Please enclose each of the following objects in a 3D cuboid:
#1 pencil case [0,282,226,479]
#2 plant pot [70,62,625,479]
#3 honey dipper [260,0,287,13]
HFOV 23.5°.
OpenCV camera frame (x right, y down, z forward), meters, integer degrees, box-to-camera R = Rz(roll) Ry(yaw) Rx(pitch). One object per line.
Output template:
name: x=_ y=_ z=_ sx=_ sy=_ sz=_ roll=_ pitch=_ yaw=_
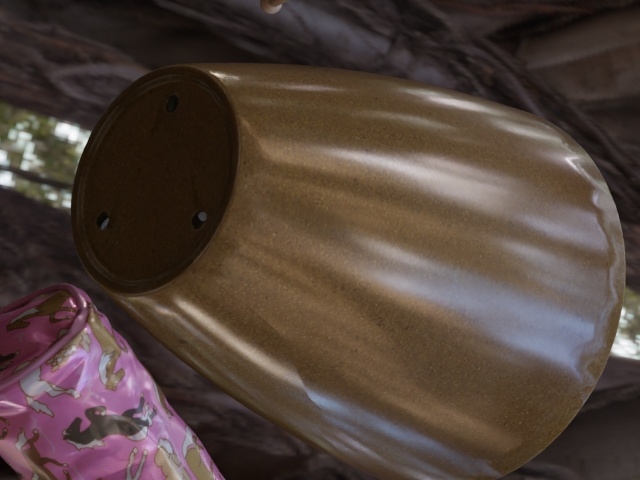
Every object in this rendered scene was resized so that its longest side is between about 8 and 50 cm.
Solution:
pencil case: x=-0.182 y=0.217 z=1.372 sx=0.167 sy=0.386 sz=0.160 roll=-33 pitch=-154 yaw=-7
plant pot: x=0.000 y=0.000 z=0.833 sx=0.237 sy=0.254 sz=0.237 roll=-15 pitch=-114 yaw=36
honey dipper: x=-0.018 y=-0.197 z=1.195 sx=0.161 sy=0.030 sz=0.030 roll=-179 pitch=-80 yaw=-70
